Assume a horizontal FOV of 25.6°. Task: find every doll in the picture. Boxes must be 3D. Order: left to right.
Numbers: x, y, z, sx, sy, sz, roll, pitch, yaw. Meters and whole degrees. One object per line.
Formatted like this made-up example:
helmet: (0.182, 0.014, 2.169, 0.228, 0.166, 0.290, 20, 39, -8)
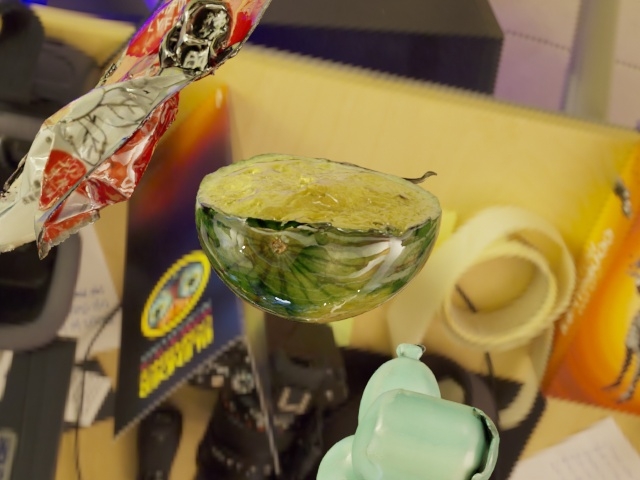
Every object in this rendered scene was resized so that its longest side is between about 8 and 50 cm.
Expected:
doll: (0.030, 0.115, 0.605, 0.059, 0.159, 0.158, 13, 165, -3)

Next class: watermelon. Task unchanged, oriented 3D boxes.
watermelon: (-0.003, 0.002, 1.185, 0.204, 0.232, 0.127, 4, 106, 2)

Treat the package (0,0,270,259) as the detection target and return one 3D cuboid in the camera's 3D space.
package: (-0.130, -0.094, 0.966, 0.269, 0.194, 0.071, -51, 123, -23)
